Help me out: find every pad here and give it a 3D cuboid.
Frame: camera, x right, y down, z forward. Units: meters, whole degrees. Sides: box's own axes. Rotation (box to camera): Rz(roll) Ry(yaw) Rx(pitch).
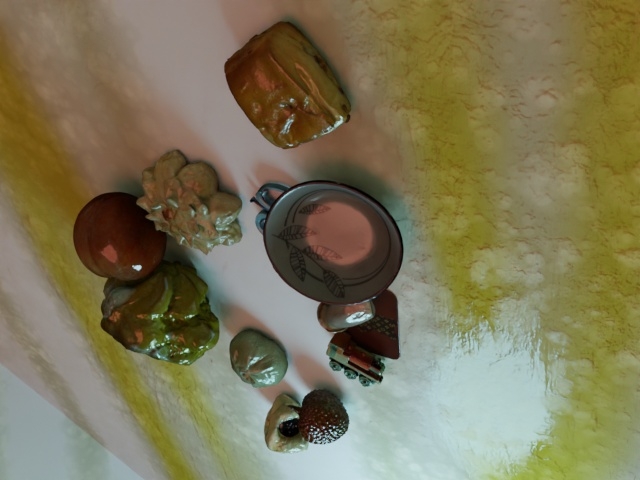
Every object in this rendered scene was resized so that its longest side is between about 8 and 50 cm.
[{"bbox_3d":[0.122,0.206,1.819,0.181,0.004,0.267,14,137,25],"label":"pad"}]

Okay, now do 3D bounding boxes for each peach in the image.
[{"bbox_3d":[-0.542,-0.014,1.896,0.252,0.252,0.252,20,138,19],"label":"peach"}]

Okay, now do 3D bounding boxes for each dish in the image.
[{"bbox_3d":[0.036,-0.010,1.561,0.316,0.106,0.317,8,120,14],"label":"dish"}]

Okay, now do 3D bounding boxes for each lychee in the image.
[{"bbox_3d":[-0.007,0.531,2.110,0.197,0.165,0.165,14,138,1],"label":"lychee"}]

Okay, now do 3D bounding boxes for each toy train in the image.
[{"bbox_3d":[0.097,0.324,1.898,0.175,0.074,0.118,27,141,12],"label":"toy train"}]

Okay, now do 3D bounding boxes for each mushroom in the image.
[{"bbox_3d":[0.065,0.177,1.761,0.096,0.088,0.212,11,153,-21],"label":"mushroom"}]

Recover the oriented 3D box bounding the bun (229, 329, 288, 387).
[{"bbox_3d":[-0.198,0.366,2.119,0.195,0.118,0.195,22,138,21],"label":"bun"}]

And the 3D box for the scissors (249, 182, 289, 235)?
[{"bbox_3d":[0.000,0.000,1.677,0.392,0.032,0.180,32,139,5],"label":"scissors"}]

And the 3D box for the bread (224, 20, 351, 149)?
[{"bbox_3d":[-0.074,-0.295,1.386,0.210,0.099,0.235,-17,118,45],"label":"bread"}]

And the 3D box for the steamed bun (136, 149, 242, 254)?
[{"bbox_3d":[-0.335,-0.070,1.771,0.292,0.137,0.296,10,132,23],"label":"steamed bun"}]

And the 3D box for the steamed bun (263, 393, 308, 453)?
[{"bbox_3d":[-0.110,0.579,2.255,0.140,0.172,0.155,-1,109,-13],"label":"steamed bun"}]

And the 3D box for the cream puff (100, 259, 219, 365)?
[{"bbox_3d":[-0.454,0.192,2.035,0.378,0.276,0.378,23,174,3],"label":"cream puff"}]
